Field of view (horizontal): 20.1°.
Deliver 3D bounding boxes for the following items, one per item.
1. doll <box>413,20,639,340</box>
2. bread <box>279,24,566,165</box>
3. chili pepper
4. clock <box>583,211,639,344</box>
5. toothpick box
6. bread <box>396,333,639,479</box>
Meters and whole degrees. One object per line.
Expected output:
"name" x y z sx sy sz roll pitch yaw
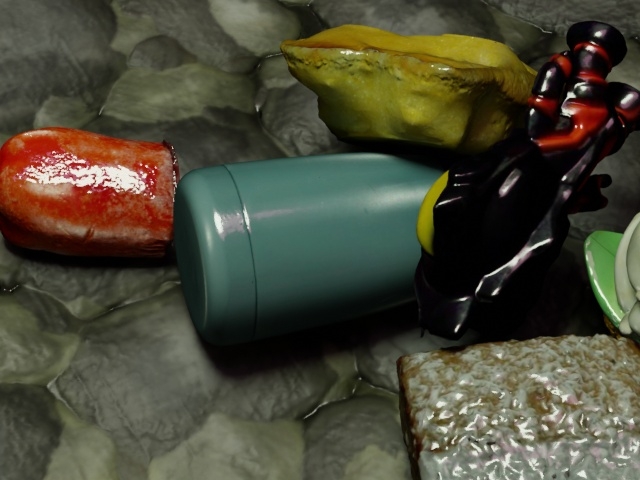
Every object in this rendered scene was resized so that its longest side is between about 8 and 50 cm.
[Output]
"doll" 0.133 -0.029 1.177 0.127 0.088 0.249 41 64 -15
"bread" 0.076 -0.100 1.270 0.161 0.233 0.088 3 88 28
"chili pepper" -0.193 -0.036 1.276 0.192 0.084 0.086 4 33 -3
"clock" 0.270 0.047 1.163 0.231 0.144 0.103 28 57 22
"toothpick box" 0.000 0.000 1.222 0.184 0.120 0.120 -9 49 -15
"bread" 0.151 0.234 1.023 0.165 0.113 0.416 -5 48 -7
